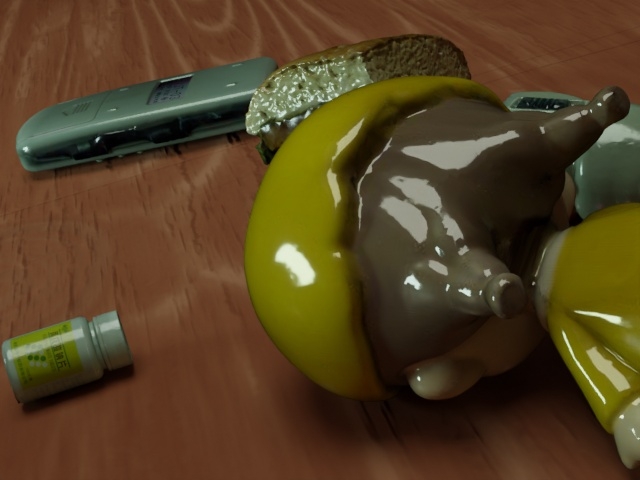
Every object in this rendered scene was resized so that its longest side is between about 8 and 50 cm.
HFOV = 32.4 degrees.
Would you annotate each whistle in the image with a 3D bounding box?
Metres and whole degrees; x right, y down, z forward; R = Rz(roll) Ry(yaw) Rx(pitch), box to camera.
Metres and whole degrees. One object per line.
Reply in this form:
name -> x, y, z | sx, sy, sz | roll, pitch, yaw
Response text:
whistle -> 0.173, -0.060, 0.829 | 0.253, 0.105, 0.102 | 9, 2, 27

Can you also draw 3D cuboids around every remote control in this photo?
remote control -> -0.191, -0.138, 1.228 | 0.296, 0.056, 0.140 | -12, 23, 7

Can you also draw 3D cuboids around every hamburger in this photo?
hamburger -> 0.047, -0.133, 1.007 | 0.155, 0.135, 0.208 | 10, 31, 37

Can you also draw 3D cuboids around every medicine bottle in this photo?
medicine bottle -> -0.177, 0.080, 0.773 | 0.083, 0.047, 0.047 | -18, 25, -8

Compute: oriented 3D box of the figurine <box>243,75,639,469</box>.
figurine -> 0.122, 0.009, 0.637 | 0.344, 0.187, 0.215 | 9, 45, 28
